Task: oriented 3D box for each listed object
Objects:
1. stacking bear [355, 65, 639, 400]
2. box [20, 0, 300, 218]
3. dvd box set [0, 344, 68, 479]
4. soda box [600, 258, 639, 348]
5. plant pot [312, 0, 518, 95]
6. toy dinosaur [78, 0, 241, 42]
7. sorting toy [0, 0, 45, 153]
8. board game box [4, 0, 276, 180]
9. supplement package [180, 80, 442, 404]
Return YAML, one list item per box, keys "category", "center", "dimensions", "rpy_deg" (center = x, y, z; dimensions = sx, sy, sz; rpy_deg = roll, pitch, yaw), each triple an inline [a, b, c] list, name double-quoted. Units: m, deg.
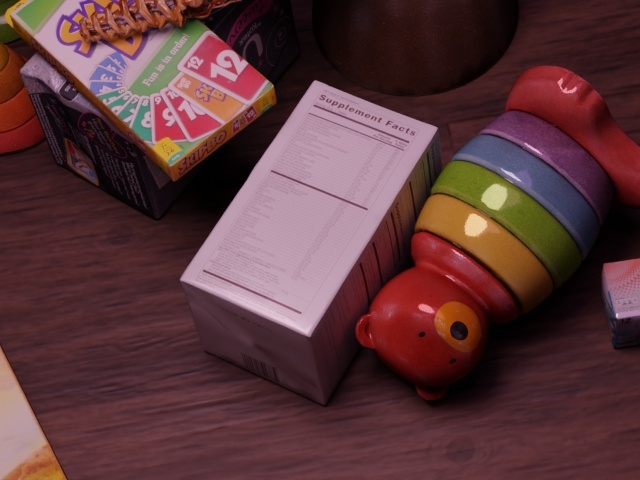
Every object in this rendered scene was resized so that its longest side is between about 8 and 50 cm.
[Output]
- category: "stacking bear"
  center: [0.154, 0.007, 1.615]
  dimensions: [0.289, 0.175, 0.164]
  rpy_deg: [-51, 22, -12]
- category: "box"
  center: [-0.149, -0.177, 1.759]
  dimensions: [0.142, 0.163, 0.247]
  rpy_deg: [28, 65, 22]
- category: "dvd box set"
  center: [-0.357, 0.271, 1.559]
  dimensions: [0.307, 0.062, 0.420]
  rpy_deg: [-26, 59, -10]
- category: "soda box"
  center: [0.348, 0.046, 1.621]
  dimensions: [0.183, 0.058, 0.063]
  rpy_deg: [-9, 57, 2]
- category: "plant pot"
  center: [0.087, -0.296, 1.768]
  dimensions: [0.215, 0.230, 0.215]
  rpy_deg: [-3, 58, 5]
- category: "toy dinosaur"
  center: [-0.083, -0.298, 1.618]
  dimensions: [0.322, 0.164, 0.218]
  rpy_deg: [-34, 76, -22]
- category: "sorting toy"
  center: [-0.349, -0.268, 1.865]
  dimensions: [0.127, 0.126, 0.366]
  rpy_deg: [-11, 58, 0]
- category: "board game box"
  center: [-0.171, -0.174, 1.647]
  dimensions: [0.124, 0.039, 0.259]
  rpy_deg: [-39, 62, -18]
- category: "supplement package"
  center: [0.000, 0.000, 1.646]
  dimensions: [0.139, 0.134, 0.244]
  rpy_deg: [23, 63, 20]
